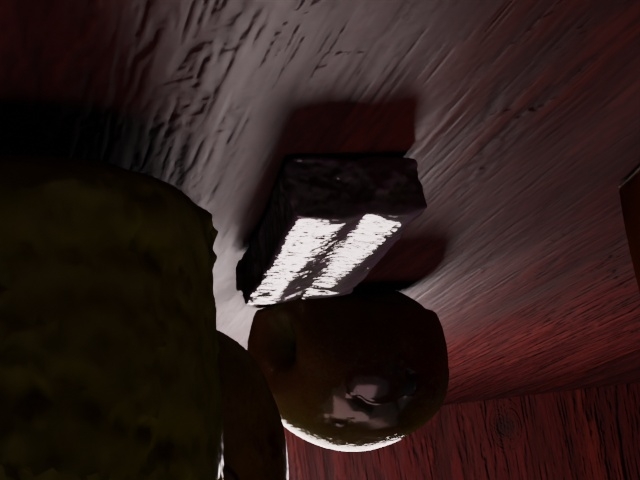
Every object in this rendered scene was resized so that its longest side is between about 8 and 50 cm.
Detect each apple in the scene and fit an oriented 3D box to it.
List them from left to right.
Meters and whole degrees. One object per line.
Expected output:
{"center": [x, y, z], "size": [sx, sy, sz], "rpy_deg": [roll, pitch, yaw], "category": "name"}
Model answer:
{"center": [0.031, 0.140, 1.385], "size": [0.188, 0.173, 0.207], "rpy_deg": [-2, 149, -36], "category": "apple"}

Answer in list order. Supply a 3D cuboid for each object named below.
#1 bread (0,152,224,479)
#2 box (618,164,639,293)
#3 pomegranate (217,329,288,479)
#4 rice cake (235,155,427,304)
{"center": [-0.227, 0.112, 0.787], "size": [0.348, 0.307, 0.348], "rpy_deg": [-6, 163, -2], "category": "bread"}
{"center": [0.457, -0.051, 0.907], "size": [0.385, 0.122, 0.344], "rpy_deg": [-7, 167, -6], "category": "box"}
{"center": [-0.217, 0.220, 1.111], "size": [0.417, 0.416, 0.416], "rpy_deg": [-8, 167, -2], "category": "pomegranate"}
{"center": [0.002, -0.001, 1.006], "size": [0.106, 0.050, 0.298], "rpy_deg": [-5, 166, -12], "category": "rice cake"}
